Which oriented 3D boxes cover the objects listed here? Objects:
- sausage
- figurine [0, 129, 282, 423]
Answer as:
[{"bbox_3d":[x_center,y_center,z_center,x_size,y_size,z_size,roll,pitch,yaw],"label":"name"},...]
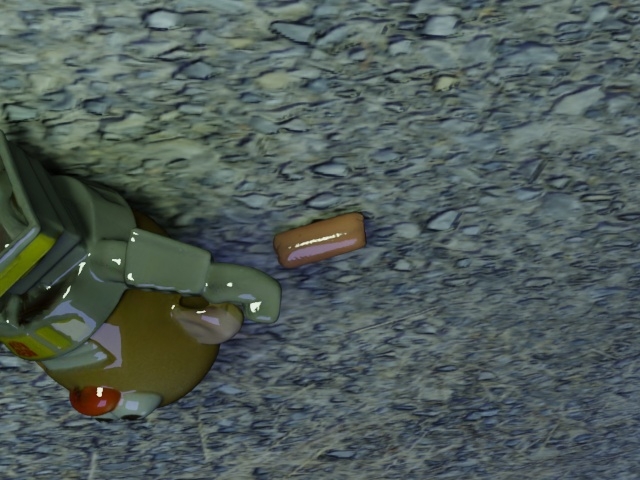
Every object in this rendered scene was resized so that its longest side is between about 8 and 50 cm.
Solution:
[{"bbox_3d":[0.000,0.000,1.280,0.083,0.034,0.034,-16,147,5],"label":"sausage"},{"bbox_3d":[-0.191,0.039,1.142,0.285,0.343,0.167,35,80,-47],"label":"figurine"}]
